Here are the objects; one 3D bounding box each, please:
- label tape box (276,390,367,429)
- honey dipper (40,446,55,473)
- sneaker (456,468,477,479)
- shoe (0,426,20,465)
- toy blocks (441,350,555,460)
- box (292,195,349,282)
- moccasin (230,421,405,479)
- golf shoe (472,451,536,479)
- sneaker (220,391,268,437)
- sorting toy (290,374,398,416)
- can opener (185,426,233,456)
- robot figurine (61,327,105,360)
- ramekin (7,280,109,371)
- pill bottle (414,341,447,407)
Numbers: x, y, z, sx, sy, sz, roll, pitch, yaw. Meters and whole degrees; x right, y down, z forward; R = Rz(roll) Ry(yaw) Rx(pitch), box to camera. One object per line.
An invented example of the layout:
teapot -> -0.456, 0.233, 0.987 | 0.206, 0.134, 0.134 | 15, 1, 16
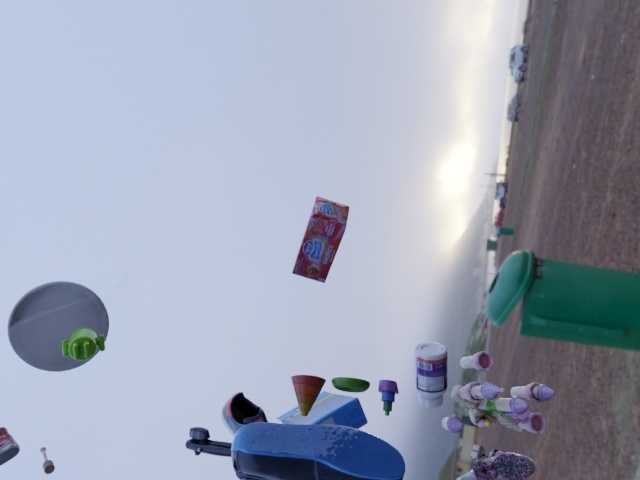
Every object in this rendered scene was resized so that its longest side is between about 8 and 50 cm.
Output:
label tape box -> -0.001, 0.690, 1.912 | 0.106, 0.240, 0.334 | 66, 156, 3
honey dipper -> -0.873, 0.696, 1.588 | 0.030, 0.161, 0.030 | -2, -87, -35
sneaker -> 0.415, 0.748, 1.402 | 0.071, 0.083, 0.190 | 158, 108, -66
shoe -> -0.837, 0.528, 1.208 | 0.178, 0.081, 0.063 | -26, -38, -43
toy blocks -> 0.583, 0.545, 1.581 | 0.309, 0.288, 0.260 | -62, 8, -23
box -> 0.000, 0.000, 1.671 | 0.128, 0.122, 0.257 | -76, 4, -54
moccasin -> -0.006, 0.445, 1.006 | 0.138, 0.342, 0.117 | -69, -12, -67
golf shoe -> 0.488, 0.585, 1.301 | 0.086, 0.186, 0.067 | 0, -114, -32
sneaker -> -0.212, 0.677, 1.743 | 0.131, 0.350, 0.148 | -30, -27, -47
sorting toy -> 0.070, 0.513, 1.616 | 0.127, 0.365, 0.126 | 56, -143, -57
can opener -> -0.320, 0.605, 1.467 | 0.059, 0.186, 0.073 | -31, -60, -56
robot figurine -> -0.615, 0.267, 1.296 | 0.115, 0.101, 0.067 | -151, 56, -65
ramekin -> -0.787, 0.246, 1.518 | 0.127, 0.273, 0.273 | -161, 73, -65
pill bottle -> 0.363, 0.444, 1.642 | 0.108, 0.108, 0.193 | -36, -54, -66
